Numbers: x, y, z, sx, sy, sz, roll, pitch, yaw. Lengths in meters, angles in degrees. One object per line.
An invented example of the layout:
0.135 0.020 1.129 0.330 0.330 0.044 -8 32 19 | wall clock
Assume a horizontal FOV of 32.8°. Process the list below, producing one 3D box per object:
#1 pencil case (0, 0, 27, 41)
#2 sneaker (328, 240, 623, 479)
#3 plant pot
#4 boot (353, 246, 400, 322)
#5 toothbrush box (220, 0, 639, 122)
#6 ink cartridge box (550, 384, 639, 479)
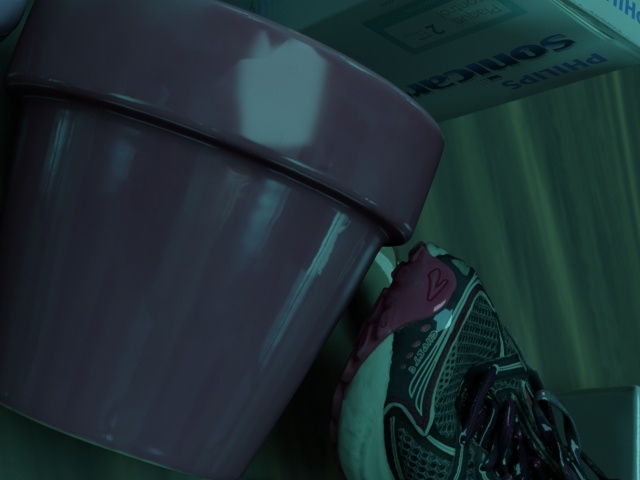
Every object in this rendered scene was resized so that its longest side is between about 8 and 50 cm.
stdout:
-0.253 -0.106 0.425 0.284 0.124 0.124 -23 94 -35 | pencil case
0.097 0.118 0.562 0.121 0.112 0.299 -55 138 -29 | sneaker
-0.065 0.003 0.503 0.201 0.201 0.180 23 84 -29 | plant pot
0.000 0.000 0.633 0.087 0.042 0.118 0 79 -29 | boot
0.060 -0.220 0.577 0.126 0.216 0.295 19 71 -37 | toothbrush box
0.251 0.188 0.736 0.208 0.087 0.153 15 72 -31 | ink cartridge box
